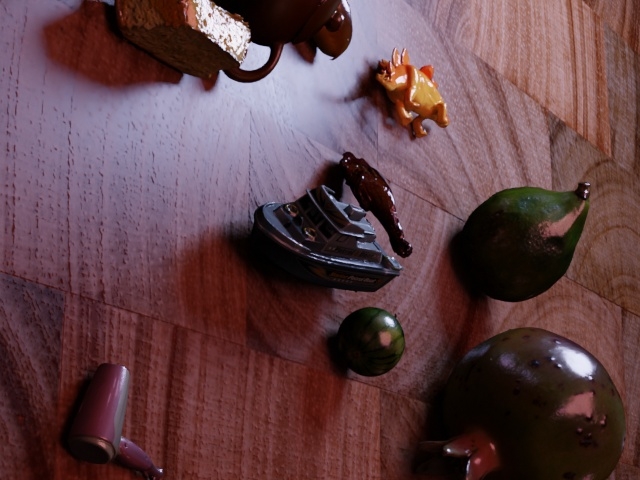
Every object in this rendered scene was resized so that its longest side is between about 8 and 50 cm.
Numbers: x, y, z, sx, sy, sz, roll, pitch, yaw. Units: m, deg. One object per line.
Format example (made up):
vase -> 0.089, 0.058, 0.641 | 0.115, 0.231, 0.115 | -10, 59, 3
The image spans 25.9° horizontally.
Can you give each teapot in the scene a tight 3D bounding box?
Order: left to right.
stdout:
teapot -> -0.038, -0.308, 1.844 | 0.135, 0.178, 0.252 | 35, 80, -1

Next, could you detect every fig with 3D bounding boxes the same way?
fig -> 0.353, -0.009, 2.320 | 0.195, 0.245, 0.195 | 43, 31, -33

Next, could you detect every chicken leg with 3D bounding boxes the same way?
chicken leg -> 0.076, -0.058, 1.985 | 0.205, 0.053, 0.093 | -115, -172, -53

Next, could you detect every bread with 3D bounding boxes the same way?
bread -> -0.165, -0.256, 1.692 | 0.187, 0.103, 0.065 | 33, 56, -55

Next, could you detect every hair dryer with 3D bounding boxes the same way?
hair dryer -> -0.217, 0.220, 1.533 | 0.154, 0.054, 0.106 | 64, 29, -41

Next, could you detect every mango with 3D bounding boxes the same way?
mango -> 0.007, -0.324, 2.023 | 0.077, 0.063, 0.127 | -32, 123, -13

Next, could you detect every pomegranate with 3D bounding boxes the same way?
pomegranate -> 0.313, 0.298, 2.134 | 0.323, 0.290, 0.291 | -55, 127, -35

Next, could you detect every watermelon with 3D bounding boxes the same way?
watermelon -> 0.071, 0.142, 1.959 | 0.109, 0.109, 0.109 | 23, 62, -53

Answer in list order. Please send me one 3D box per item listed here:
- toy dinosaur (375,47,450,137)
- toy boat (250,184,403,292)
toy dinosaur -> 0.139, -0.246, 2.208 | 0.288, 0.070, 0.117 | 27, 48, -57
toy boat -> 0.003, -0.002, 1.860 | 0.114, 0.122, 0.296 | 52, 18, 27
